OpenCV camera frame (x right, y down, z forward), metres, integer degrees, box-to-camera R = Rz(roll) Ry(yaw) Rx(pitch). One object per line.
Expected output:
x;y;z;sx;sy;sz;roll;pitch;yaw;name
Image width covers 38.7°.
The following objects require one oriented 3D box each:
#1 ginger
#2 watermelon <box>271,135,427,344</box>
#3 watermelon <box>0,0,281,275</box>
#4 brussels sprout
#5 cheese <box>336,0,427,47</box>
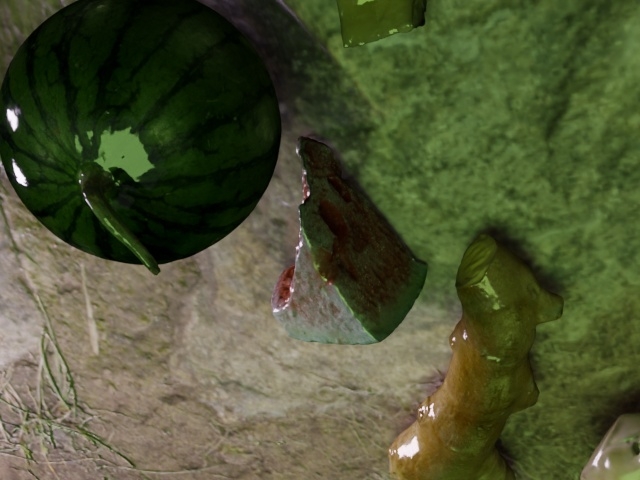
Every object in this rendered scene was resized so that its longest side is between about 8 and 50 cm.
0.124;0.122;0.756;0.118;0.065;0.298;4;129;0;ginger
0.021;0.013;0.697;0.121;0.098;0.158;15;125;8;watermelon
-0.123;-0.071;0.605;0.188;0.214;0.187;6;118;12;watermelon
0.286;0.203;0.727;0.155;0.117;0.155;6;106;22;brussels sprout
0.027;-0.172;0.589;0.060;0.041;0.084;-7;138;33;cheese
